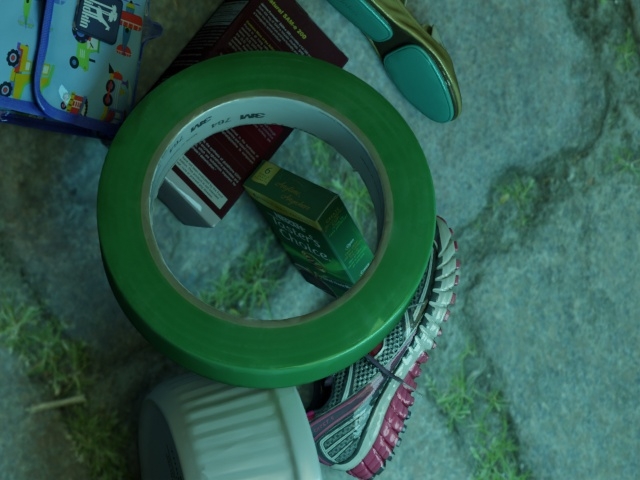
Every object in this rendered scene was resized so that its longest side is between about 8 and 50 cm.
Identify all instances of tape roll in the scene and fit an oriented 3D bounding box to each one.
[{"bbox_3d":[-0.053,-0.022,1.869,0.321,0.077,0.321,1,73,-3],"label":"tape roll"}]

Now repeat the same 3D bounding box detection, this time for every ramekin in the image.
[{"bbox_3d":[-0.094,0.247,1.933,0.127,0.273,0.273,-9,98,-17],"label":"ramekin"}]

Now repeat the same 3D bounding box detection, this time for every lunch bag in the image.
[{"bbox_3d":[-0.279,-0.224,1.882,0.293,0.138,0.221,10,84,-42],"label":"lunch bag"}]

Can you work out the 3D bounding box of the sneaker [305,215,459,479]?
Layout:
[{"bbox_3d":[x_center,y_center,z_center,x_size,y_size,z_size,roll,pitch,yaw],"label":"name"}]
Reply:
[{"bbox_3d":[0.063,0.103,2.098,0.112,0.121,0.299,24,75,-10],"label":"sneaker"}]

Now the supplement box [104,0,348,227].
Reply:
[{"bbox_3d":[-0.095,-0.144,2.011,0.130,0.073,0.239,47,71,-25],"label":"supplement box"}]

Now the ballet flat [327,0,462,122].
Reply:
[{"bbox_3d":[0.090,-0.229,2.117,0.232,0.080,0.073,48,55,-25],"label":"ballet flat"}]

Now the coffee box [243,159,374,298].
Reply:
[{"bbox_3d":[0.000,0.000,2.017,0.040,0.113,0.184,-50,142,-16],"label":"coffee box"}]
